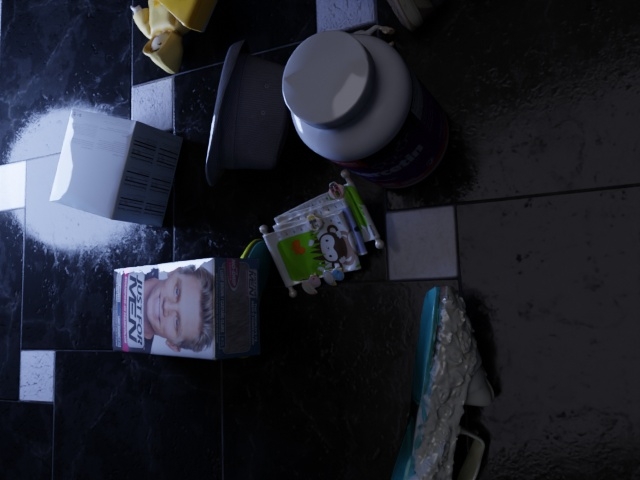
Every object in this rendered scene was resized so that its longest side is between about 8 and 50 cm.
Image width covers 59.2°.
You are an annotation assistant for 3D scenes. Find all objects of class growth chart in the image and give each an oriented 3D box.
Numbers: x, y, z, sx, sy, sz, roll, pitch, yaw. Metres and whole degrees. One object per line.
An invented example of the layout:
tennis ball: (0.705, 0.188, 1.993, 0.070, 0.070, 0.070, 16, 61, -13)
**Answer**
growth chart: (0.000, 0.000, 1.008, 0.237, 0.021, 0.172, -29, 94, 30)

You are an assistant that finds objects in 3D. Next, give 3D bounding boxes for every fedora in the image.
fedora: (-0.121, -0.226, 1.048, 0.124, 0.243, 0.275, 9, 79, -2)

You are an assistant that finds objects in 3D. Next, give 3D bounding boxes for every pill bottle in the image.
pill bottle: (0.074, -0.193, 0.863, 0.182, 0.323, 0.181, -3, 83, 26)

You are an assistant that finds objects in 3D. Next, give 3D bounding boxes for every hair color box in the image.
hair color box: (-0.265, 0.128, 1.069, 0.347, 0.105, 0.173, -8, 82, 42)

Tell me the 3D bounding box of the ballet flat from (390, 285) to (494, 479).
ballet flat: (0.195, 0.275, 0.884, 0.147, 0.147, 0.408, 12, 93, 27)

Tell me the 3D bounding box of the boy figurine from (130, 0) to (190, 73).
boy figurine: (-0.345, -0.506, 1.234, 0.177, 0.092, 0.285, -2, 81, 23)

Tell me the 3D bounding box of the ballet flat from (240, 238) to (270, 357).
ballet flat: (-0.152, 0.109, 1.087, 0.077, 0.077, 0.230, 5, 88, 40)

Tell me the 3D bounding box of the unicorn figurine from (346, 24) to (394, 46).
unicorn figurine: (0.079, -0.344, 1.012, 0.111, 0.060, 0.162, -4, 47, 0)

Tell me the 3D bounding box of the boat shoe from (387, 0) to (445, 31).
boat shoe: (0.121, -0.484, 0.920, 0.092, 0.285, 0.103, -33, 36, 5)

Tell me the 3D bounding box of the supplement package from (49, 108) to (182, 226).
supplement package: (-0.434, -0.152, 1.206, 0.194, 0.149, 0.203, 15, 92, 27)

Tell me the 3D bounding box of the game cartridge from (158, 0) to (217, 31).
game cartridge: (-0.245, -0.609, 1.065, 0.285, 0.053, 0.323, 47, 121, 29)
